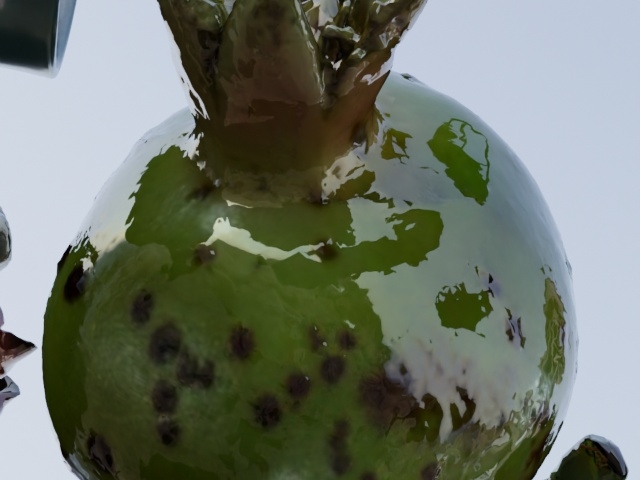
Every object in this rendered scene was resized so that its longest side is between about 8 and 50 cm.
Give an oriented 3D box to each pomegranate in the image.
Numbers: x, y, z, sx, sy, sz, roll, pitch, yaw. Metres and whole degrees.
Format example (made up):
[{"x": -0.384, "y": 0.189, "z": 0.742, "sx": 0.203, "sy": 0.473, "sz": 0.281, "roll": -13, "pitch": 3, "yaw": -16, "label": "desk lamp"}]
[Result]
[{"x": 0.006, "y": -0.001, "z": 0.762, "sx": 0.231, "sy": 0.231, "sz": 0.285, "roll": 20, "pitch": -69, "yaw": 24, "label": "pomegranate"}]

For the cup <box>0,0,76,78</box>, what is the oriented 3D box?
[{"x": -0.172, "y": -0.153, "z": 0.718, "sx": 0.173, "sy": 0.299, "sz": 0.167, "roll": 8, "pitch": -41, "yaw": -4, "label": "cup"}]

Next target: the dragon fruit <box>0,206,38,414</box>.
[{"x": -0.269, "y": 0.055, "z": 0.812, "sx": 0.234, "sy": 0.293, "sz": 0.233, "roll": 39, "pitch": -40, "yaw": 43, "label": "dragon fruit"}]

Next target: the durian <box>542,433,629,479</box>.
[{"x": 0.175, "y": 0.194, "z": 0.868, "sx": 0.198, "sy": 0.159, "sz": 0.146, "roll": 9, "pitch": -45, "yaw": -5, "label": "durian"}]
